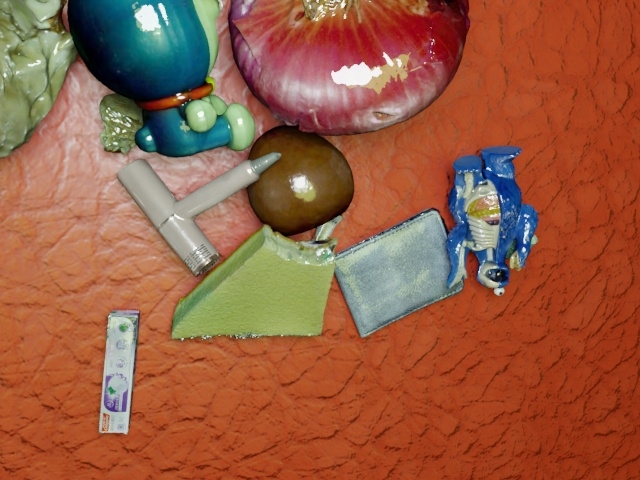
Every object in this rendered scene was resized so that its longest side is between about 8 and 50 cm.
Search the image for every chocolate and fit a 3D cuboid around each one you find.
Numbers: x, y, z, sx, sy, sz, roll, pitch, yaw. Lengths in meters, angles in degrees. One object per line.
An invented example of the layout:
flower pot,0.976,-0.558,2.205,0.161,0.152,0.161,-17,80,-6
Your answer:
chocolate,-0.036,-0.099,0.944,0.177,0.177,0.176,-2,99,-15

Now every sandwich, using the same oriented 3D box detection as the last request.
sandwich,-0.105,0.063,0.945,0.245,0.063,0.212,0,132,-13

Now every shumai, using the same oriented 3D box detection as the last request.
shumai,-0.301,-0.168,0.916,0.082,0.083,0.080,47,117,10
shumai,-0.438,-0.244,0.821,0.218,0.189,0.255,-35,97,-29

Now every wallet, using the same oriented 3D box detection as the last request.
wallet,0.139,0.055,1.079,0.222,0.036,0.167,-25,105,-9

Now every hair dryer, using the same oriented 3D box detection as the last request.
hair dryer,-0.169,-0.088,0.891,0.220,0.054,0.195,-42,85,20

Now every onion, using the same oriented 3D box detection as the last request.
onion,0.041,-0.293,0.901,0.348,0.285,0.347,-2,66,5

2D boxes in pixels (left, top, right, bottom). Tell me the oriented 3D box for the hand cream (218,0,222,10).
hand cream,-0.231,-0.363,0.918,0.165,0.037,0.057,-16,102,-20

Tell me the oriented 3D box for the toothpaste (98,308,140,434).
toothpaste,-0.319,0.207,0.972,0.047,0.040,0.196,5,97,-12

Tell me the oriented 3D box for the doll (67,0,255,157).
doll,-0.214,-0.247,0.817,0.186,0.198,0.321,-31,119,-22

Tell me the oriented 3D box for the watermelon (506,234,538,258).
watermelon,0.362,-0.004,1.122,0.061,0.085,0.085,-15,105,-48

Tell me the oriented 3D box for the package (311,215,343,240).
package,0.000,0.000,1.041,0.037,0.015,0.110,25,90,-12

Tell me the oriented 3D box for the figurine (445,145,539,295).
figurine,0.288,-0.033,1.064,0.164,0.120,0.262,-1,106,-10
